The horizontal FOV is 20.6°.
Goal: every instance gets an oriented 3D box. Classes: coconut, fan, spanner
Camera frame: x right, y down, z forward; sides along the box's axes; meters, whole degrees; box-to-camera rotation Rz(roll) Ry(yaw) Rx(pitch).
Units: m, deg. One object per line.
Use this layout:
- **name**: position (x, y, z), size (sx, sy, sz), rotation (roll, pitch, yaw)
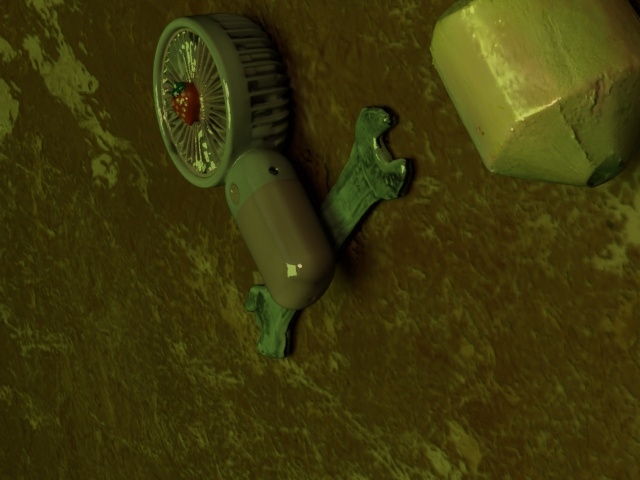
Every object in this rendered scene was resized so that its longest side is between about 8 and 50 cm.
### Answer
- **coconut**: position (0.131, -0.087, 0.971), size (0.122, 0.116, 0.116), rotation (64, 148, 13)
- **fan**: position (-0.055, -0.060, 1.310), size (0.244, 0.074, 0.130), rotation (64, 148, 24)
- **spanner**: position (0.000, 0.000, 1.316), size (0.071, 0.017, 0.302), rotation (63, 148, 20)
